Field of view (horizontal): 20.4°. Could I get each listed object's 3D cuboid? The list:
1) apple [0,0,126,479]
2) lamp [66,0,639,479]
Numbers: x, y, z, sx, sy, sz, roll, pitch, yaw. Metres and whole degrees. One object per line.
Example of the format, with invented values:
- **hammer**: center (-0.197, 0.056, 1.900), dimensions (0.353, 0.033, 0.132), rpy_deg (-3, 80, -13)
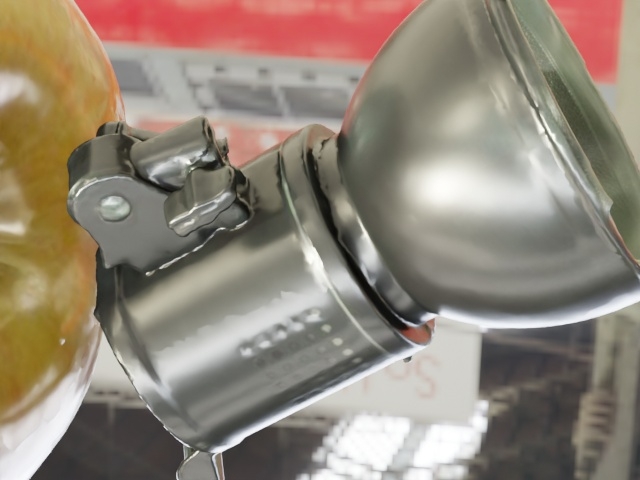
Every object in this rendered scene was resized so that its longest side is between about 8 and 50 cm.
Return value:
- **apple**: center (-0.274, -0.006, 0.762), dimensions (0.346, 0.391, 0.391), rpy_deg (-3, -169, 30)
- **lamp**: center (0.000, 0.000, 0.683), dimensions (0.227, 0.172, 0.147), rpy_deg (-27, -136, 16)
